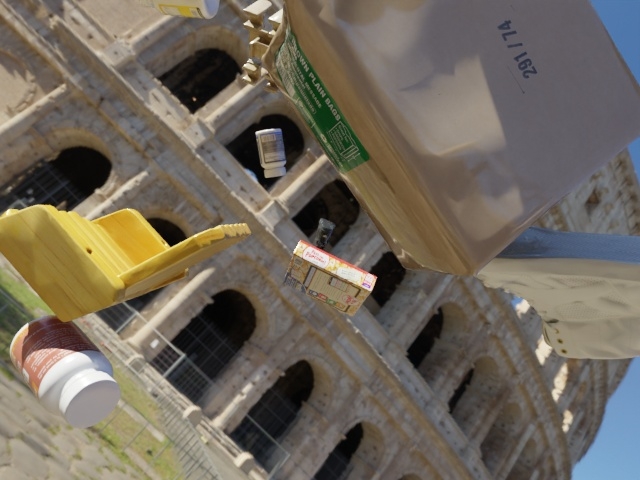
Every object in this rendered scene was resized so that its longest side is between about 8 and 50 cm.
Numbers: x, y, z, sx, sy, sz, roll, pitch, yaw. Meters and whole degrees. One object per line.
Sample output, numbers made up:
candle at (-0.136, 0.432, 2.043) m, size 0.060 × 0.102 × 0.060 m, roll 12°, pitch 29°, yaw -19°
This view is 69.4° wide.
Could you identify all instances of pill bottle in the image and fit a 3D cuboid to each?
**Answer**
pill bottle at (-0.145, -0.260, 1.384) m, size 0.078 × 0.078 × 0.137 m, roll 9°, pitch -70°, yaw 56°
pill bottle at (-0.352, -0.611, 1.142) m, size 0.183 × 0.103 × 0.103 m, roll 11°, pitch -30°, yaw 11°
pill bottle at (-0.451, 0.231, 0.823) m, size 0.216 × 0.121 × 0.121 m, roll 26°, pitch -27°, yaw 36°

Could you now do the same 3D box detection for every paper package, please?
paper package at (0.148, -0.170, 0.518) m, size 0.325 × 0.309 × 0.168 m, roll 56°, pitch -16°, yaw -6°

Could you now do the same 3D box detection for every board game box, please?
board game box at (0.017, 0.094, 1.086) m, size 0.193 × 0.045 × 0.147 m, roll 26°, pitch -35°, yaw 1°

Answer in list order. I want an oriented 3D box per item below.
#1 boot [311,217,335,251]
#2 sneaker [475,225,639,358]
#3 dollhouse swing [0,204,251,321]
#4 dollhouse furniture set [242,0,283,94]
boot at (0.001, 0.000, 1.207) m, size 0.045 × 0.099 × 0.121 m, roll 22°, pitch 14°, yaw -4°
sneaker at (0.282, 0.073, 0.607) m, size 0.292 × 0.108 × 0.169 m, roll 9°, pitch -58°, yaw 25°
dollhouse swing at (-0.372, -0.029, 0.942) m, size 0.315 × 0.305 × 0.347 m, roll 48°, pitch 5°, yaw 1°
dollhouse furniture set at (-0.087, -0.547, 1.322) m, size 0.241 × 0.161 × 0.212 m, roll 25°, pitch -39°, yaw 10°
